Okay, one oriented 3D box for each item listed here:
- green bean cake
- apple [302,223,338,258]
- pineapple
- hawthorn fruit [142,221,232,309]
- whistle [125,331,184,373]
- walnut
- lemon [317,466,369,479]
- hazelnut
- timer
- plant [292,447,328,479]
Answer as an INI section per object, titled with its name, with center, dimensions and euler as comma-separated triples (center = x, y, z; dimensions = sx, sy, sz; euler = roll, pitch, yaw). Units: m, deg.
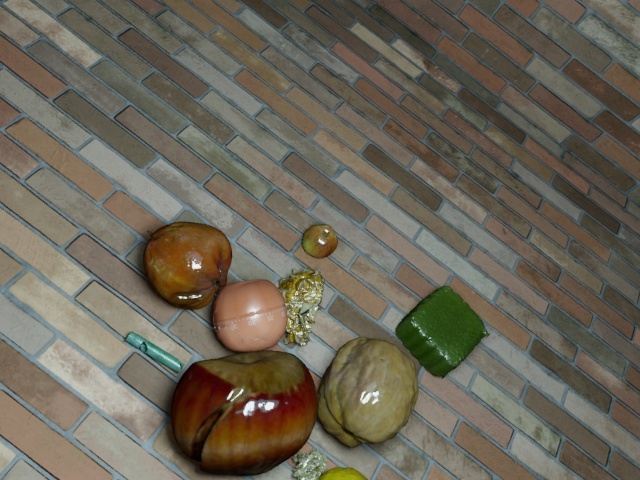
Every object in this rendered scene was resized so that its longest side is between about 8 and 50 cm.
[green bean cake]
center = 0.427, 0.318, 2.187
dimensions = 0.247, 0.156, 0.250
euler = 47, 55, 8
[apple]
center = -0.001, 0.002, 2.212
dimensions = 0.126, 0.102, 0.126
euler = 10, 59, -17
[pineapple]
center = -0.078, 0.189, 2.036
dimensions = 0.161, 0.158, 0.335
euler = 22, 56, -11
[hawthorn fruit]
center = -0.429, 0.060, 1.902
dimensions = 0.298, 0.277, 0.277
euler = 35, 53, 10
[whistle]
center = -0.493, 0.334, 1.845
dimensions = 0.186, 0.039, 0.039
euler = 33, 54, -4
[walnut]
center = 0.148, 0.454, 1.897
dimensions = 0.306, 0.306, 0.344
euler = 31, 52, -5
[lemon]
center = 0.060, 0.752, 1.754
dimensions = 0.192, 0.192, 0.231
euler = 33, 52, -3
[hazelnut]
center = -0.203, 0.476, 1.712
dimensions = 0.409, 0.359, 0.359
euler = -10, 66, -19
[timer]
center = -0.216, 0.232, 1.906
dimensions = 0.229, 0.229, 0.215
euler = -6, 84, -26
[plant]
center = -0.044, 0.660, 1.848
dimensions = 0.122, 0.104, 0.116
euler = 37, 7, 37
